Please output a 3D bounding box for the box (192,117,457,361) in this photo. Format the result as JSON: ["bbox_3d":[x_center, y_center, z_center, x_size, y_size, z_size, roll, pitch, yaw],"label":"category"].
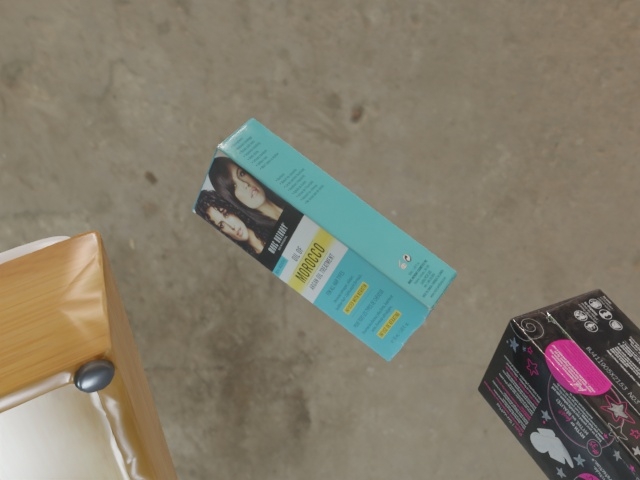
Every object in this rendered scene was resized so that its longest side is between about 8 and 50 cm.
[{"bbox_3d":[0.000,0.000,0.868,0.060,0.244,0.100,-48,172,-41],"label":"box"}]

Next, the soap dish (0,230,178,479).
[{"bbox_3d":[-0.220,0.155,0.634,0.229,0.118,0.291,-22,135,-18],"label":"soap dish"}]

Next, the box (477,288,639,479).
[{"bbox_3d":[0.336,0.204,1.096,0.163,0.247,0.142,-14,139,-30],"label":"box"}]
